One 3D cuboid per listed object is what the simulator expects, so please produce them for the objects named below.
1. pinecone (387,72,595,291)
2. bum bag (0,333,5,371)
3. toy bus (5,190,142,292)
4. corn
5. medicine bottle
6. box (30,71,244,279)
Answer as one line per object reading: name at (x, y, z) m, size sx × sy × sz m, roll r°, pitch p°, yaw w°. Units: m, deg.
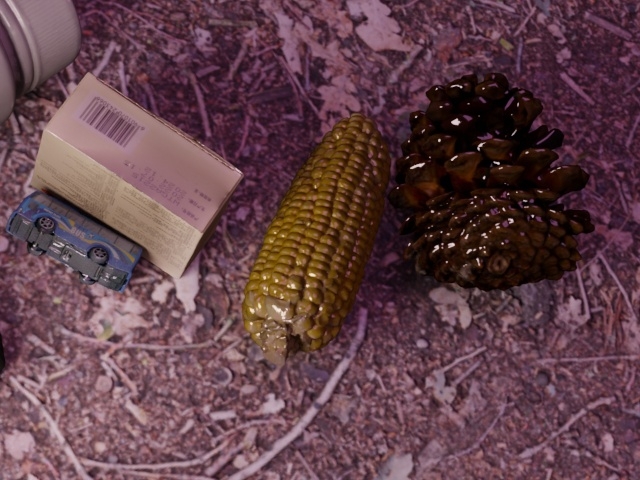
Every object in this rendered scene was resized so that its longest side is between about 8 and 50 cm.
pinecone at (0.203, -0.079, 1.982) m, size 0.246 × 0.246 × 0.292 m, roll 5°, pitch 56°, yaw -17°
bum bag at (-0.457, 0.052, 1.715) m, size 0.326 × 0.080 × 0.142 m, roll 42°, pitch 11°, yaw -28°
toy bus at (-0.281, 0.002, 1.879) m, size 0.153 × 0.051 × 0.061 m, roll 30°, pitch 47°, yaw -3°
corn at (0.000, 0.000, 1.935) m, size 0.130 × 0.130 × 0.347 m, roll 26°, pitch 55°, yaw -6°
medicine bottle at (-0.446, -0.191, 1.820) m, size 0.340 × 0.208 × 0.208 m, roll -38°, pitch 82°, yaw -30°
box at (-0.212, -0.069, 1.866) m, size 0.212 × 0.168 × 0.095 m, roll 33°, pitch 62°, yaw -2°
